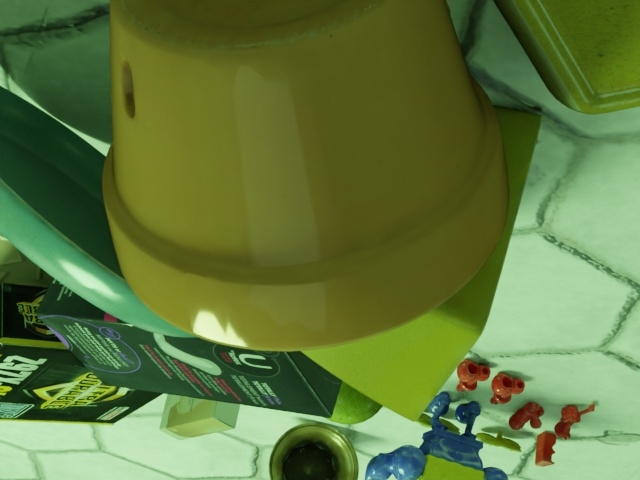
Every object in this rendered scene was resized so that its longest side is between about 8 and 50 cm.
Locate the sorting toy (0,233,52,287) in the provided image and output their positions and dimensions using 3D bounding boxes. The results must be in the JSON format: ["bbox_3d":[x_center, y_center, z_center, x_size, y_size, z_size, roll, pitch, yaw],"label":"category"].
[{"bbox_3d":[-0.339,0.027,1.365,0.193,0.038,0.208,23,153,-22],"label":"sorting toy"}]

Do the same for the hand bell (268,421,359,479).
[{"bbox_3d":[-0.030,0.341,1.770,0.126,0.126,0.242,14,163,-7],"label":"hand bell"}]

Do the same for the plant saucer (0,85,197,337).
[{"bbox_3d":[-0.197,-0.022,0.997,0.317,0.317,0.043,35,99,-37],"label":"plant saucer"}]

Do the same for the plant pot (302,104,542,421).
[{"bbox_3d":[0.045,-0.003,1.025,0.187,0.212,0.212,20,150,-1],"label":"plant pot"}]

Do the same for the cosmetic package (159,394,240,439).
[{"bbox_3d":[-0.160,0.227,1.626,0.115,0.060,0.041,-20,138,40],"label":"cosmetic package"}]

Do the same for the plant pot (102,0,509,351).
[{"bbox_3d":[-0.021,-0.098,0.821,0.291,0.291,0.203,3,134,13],"label":"plant pot"}]

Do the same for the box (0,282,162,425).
[{"bbox_3d":[-0.307,0.145,1.447,0.257,0.079,0.322,10,154,-30],"label":"box"}]

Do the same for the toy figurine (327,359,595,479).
[{"bbox_3d":[0.140,0.274,1.452,0.362,0.217,0.191,19,149,-16],"label":"toy figurine"}]

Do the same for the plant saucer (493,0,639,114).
[{"bbox_3d":[0.235,-0.193,0.746,0.333,0.081,0.333,-9,146,31],"label":"plant saucer"}]

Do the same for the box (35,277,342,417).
[{"bbox_3d":[-0.114,0.065,1.209,0.270,0.143,0.165,5,149,25],"label":"box"}]
